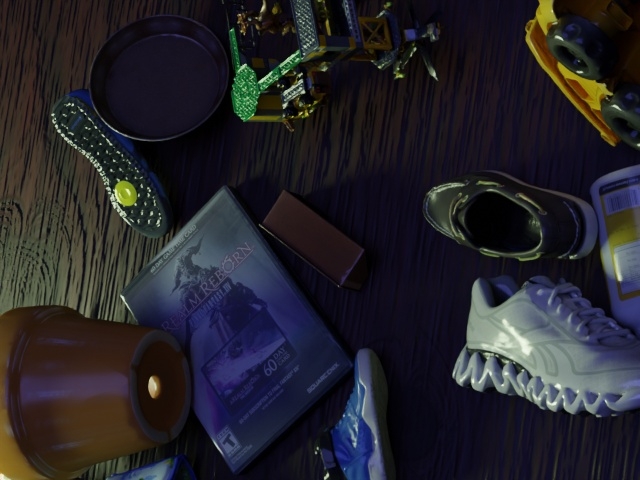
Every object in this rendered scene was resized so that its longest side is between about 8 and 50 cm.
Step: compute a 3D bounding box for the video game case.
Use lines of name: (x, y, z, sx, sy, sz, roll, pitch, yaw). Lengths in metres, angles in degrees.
video game case: (-0.099, 0.100, 1.581, 0.196, 0.026, 0.274, -44, 65, 17)

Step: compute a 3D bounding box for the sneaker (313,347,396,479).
sneaker: (0.029, 0.194, 1.473, 0.085, 0.058, 0.152, -9, 85, 20)

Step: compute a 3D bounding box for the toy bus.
toy bus: (0.270, -0.191, 1.295, 0.149, 0.220, 0.211, -50, 23, -8)

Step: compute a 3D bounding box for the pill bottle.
pill bottle: (0.320, 0.025, 1.303, 0.103, 0.103, 0.184, -14, 77, 28)

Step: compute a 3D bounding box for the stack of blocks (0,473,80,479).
stack of blocks: (-0.423, 0.352, 1.696, 0.297, 0.087, 0.171, 9, 88, 31)

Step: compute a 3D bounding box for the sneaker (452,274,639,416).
sneaker: (0.229, 0.096, 1.283, 0.292, 0.110, 0.118, 8, 95, 56)

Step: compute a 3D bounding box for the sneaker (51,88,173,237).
sneaker: (-0.234, -0.099, 1.666, 0.069, 0.082, 0.209, -40, 85, 29)

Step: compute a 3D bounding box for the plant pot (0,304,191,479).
plant pot: (-0.258, 0.169, 1.562, 0.188, 0.205, 0.205, -7, 80, 25)

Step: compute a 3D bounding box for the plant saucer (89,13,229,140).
plant saucer: (-0.190, -0.189, 1.638, 0.168, 0.029, 0.168, -2, 69, 5)

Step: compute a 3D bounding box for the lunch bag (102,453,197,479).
lunch bag: (-0.199, 0.330, 1.572, 0.129, 0.096, 0.151, -22, 59, 29)

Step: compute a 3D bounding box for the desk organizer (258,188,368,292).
desk organizer: (0.000, 0.000, 1.525, 0.130, 0.047, 0.050, 37, 100, 28)

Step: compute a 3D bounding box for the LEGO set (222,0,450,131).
LEGO set: (0.016, -0.286, 1.514, 0.255, 0.192, 0.331, -40, 58, 52)

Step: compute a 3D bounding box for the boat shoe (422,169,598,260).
boat shoe: (0.172, -0.026, 1.375, 0.228, 0.069, 0.081, 12, 102, 54)
